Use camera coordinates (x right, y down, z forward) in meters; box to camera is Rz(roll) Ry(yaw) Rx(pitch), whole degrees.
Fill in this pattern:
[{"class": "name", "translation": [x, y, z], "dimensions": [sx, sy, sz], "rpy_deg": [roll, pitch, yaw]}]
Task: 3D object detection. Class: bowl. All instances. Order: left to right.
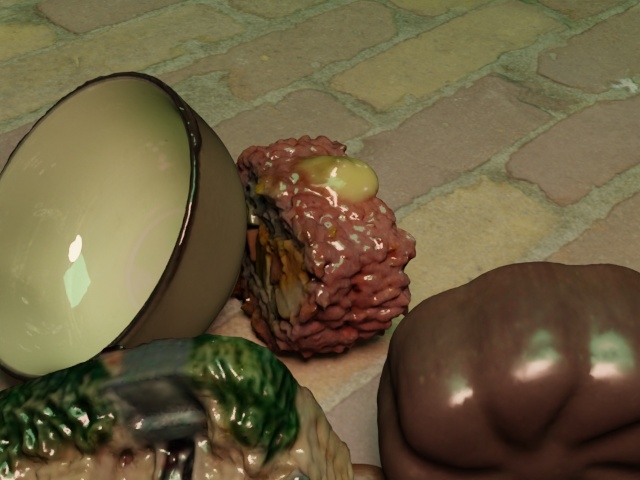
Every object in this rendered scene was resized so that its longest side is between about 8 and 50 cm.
[{"class": "bowl", "translation": [-0.211, 0.005, 1.063], "dimensions": [0.185, 0.354, 0.354], "rpy_deg": [27, 14, -49]}]

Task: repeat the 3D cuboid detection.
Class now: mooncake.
[{"class": "mooncake", "translation": [0.206, 0.166, 0.881], "dimensions": [0.306, 0.306, 0.154], "rpy_deg": [2, 39, -2]}]

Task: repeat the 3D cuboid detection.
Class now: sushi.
[{"class": "sushi", "translation": [0.000, 0.000, 1.105], "dimensions": [0.171, 0.236, 0.270], "rpy_deg": [-6, 36, -23]}]

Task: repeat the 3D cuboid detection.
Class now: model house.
[{"class": "model house", "translation": [-0.137, 0.264, 0.734], "dimensions": [0.299, 0.243, 0.284], "rpy_deg": [-16, 40, 18]}]

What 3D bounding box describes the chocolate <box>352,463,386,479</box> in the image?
[{"class": "chocolate", "translation": [0.030, 0.303, 0.852], "dimensions": [0.161, 0.083, 0.261], "rpy_deg": [-6, 41, -9]}]
